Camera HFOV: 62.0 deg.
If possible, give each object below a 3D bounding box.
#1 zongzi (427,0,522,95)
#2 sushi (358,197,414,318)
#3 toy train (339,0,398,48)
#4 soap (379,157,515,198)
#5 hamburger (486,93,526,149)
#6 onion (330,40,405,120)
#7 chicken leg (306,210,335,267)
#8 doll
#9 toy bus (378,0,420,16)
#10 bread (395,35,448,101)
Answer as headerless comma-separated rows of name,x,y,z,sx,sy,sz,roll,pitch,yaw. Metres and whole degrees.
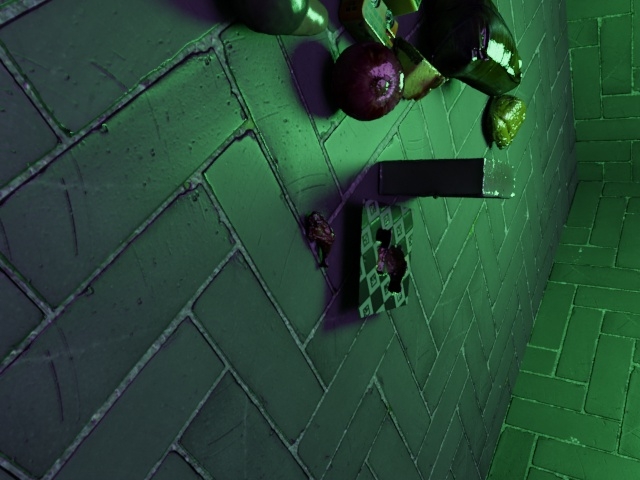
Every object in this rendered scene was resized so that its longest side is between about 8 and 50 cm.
zongzi,0.475,-0.684,1.654,0.403,0.207,0.432,4,76,-48
sushi,0.153,0.044,1.411,0.292,0.059,0.294,1,94,-56
toy train,0.113,-0.527,1.268,0.188,0.072,0.099,26,79,-54
soap,0.353,-0.164,1.467,0.285,0.296,0.107,-4,98,-56
hamburger,0.739,-0.481,2.119,0.183,0.130,0.206,45,61,-45
onion,0.106,-0.362,1.217,0.177,0.153,0.177,-29,132,-38
chicken leg,0.004,-0.003,1.213,0.062,0.037,0.145,-38,127,-19
doll,-0.023,-0.568,0.995,0.382,0.252,0.379,4,123,-52
toy bus,0.149,-0.669,1.248,0.262,0.128,0.150,46,58,-48
bread,0.254,-0.480,1.483,0.147,0.127,0.152,14,50,-53
